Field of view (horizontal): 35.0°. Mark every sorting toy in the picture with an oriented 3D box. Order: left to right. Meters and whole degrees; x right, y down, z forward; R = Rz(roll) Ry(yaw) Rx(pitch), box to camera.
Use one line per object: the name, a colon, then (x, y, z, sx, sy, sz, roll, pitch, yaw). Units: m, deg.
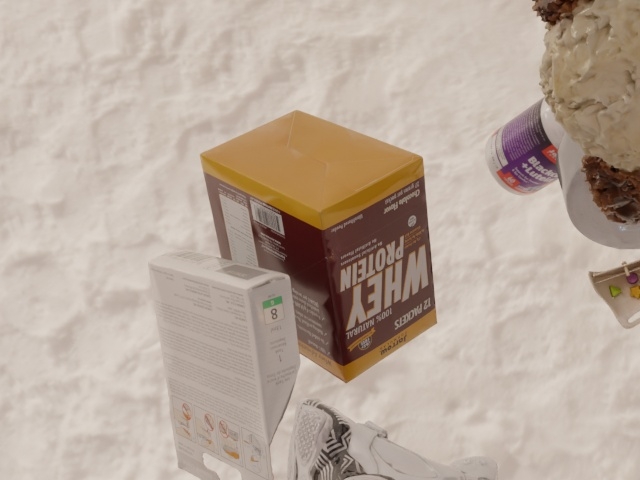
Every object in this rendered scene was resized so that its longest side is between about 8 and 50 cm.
sorting toy: (0.360, 0.060, 1.159, 0.083, 0.045, 0.075, -22, 69, 23)

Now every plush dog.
plush dog: (0.254, -0.128, 0.678, 0.226, 0.210, 0.262, -23, 105, -10)

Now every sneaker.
sneaker: (0.092, 0.310, 1.282, 0.210, 0.366, 0.137, 6, 103, -20)

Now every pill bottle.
pill bottle: (0.324, -0.144, 1.395, 0.108, 0.108, 0.193, 56, 145, 2)

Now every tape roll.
tape roll: (0.396, -0.084, 1.207, 0.219, 0.072, 0.219, 0, 140, 0)

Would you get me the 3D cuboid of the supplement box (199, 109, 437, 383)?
supplement box: (0.000, 0.000, 1.018, 0.191, 0.129, 0.194, 27, 136, 44)

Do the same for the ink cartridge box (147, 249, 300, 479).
ink cartridge box: (-0.086, 0.130, 0.961, 0.181, 0.056, 0.224, 11, 114, 51)
